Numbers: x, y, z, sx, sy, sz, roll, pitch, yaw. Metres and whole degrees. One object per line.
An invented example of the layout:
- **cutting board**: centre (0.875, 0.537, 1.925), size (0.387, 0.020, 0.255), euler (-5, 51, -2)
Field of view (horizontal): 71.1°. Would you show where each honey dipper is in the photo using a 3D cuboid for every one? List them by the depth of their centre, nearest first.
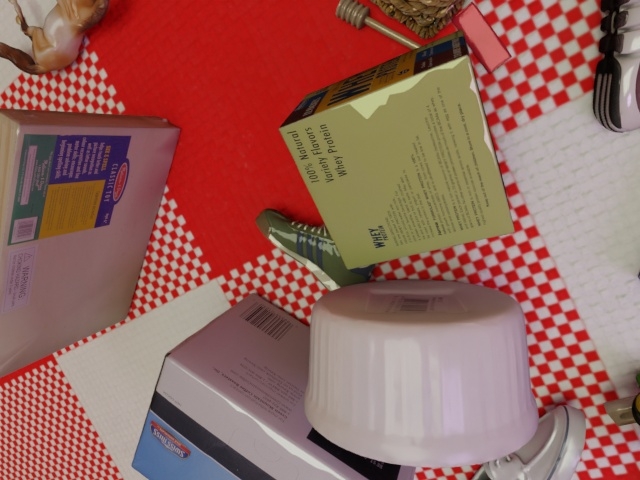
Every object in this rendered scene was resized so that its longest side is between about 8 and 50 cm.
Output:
- **honey dipper**: centre (0.093, -0.265, 0.579), size (0.160, 0.030, 0.030), euler (34, 113, 7)

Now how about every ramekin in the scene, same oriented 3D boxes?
- **ramekin**: centre (0.114, 0.134, 0.549), size (0.277, 0.277, 0.135), euler (-1, 96, 21)

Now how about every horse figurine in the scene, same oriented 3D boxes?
- **horse figurine**: centre (-0.439, -0.364, 0.737), size (0.263, 0.066, 0.174), euler (-38, 83, 23)

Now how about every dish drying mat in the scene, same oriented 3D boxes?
- **dish drying mat**: centre (0.198, -0.250, 0.553), size (0.032, 0.008, 0.083), euler (-36, 91, 26)

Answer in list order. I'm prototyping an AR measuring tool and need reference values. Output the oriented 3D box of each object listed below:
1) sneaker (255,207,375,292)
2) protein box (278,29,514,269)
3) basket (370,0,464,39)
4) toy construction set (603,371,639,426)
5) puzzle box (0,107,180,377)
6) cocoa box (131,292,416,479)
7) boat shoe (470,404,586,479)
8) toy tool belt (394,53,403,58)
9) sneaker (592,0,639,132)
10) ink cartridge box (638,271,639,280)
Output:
- **sneaker**: centre (0.000, 0.000, 0.668), size (0.192, 0.064, 0.086), euler (41, 113, 1)
- **protein box**: centre (0.096, -0.100, 0.532), size (0.201, 0.136, 0.200), euler (-15, 118, 23)
- **basket**: centre (0.096, -0.435, 0.496), size (0.299, 0.223, 0.213), euler (39, 80, 7)
- **toy construction set**: centre (0.433, 0.306, 0.541), size (0.257, 0.237, 0.309), euler (16, 131, -15)
- **puzzle box**: centre (-0.378, 0.001, 0.699), size (0.052, 0.272, 0.409), euler (31, 112, 16)
- **cocoa box**: centre (-0.054, 0.290, 0.671), size (0.347, 0.231, 0.228), euler (29, 114, 12)
- **boat shoe**: centre (0.272, 0.326, 0.632), size (0.084, 0.095, 0.258), euler (25, 111, 9)
- **toy tool belt**: centre (0.083, -0.202, 0.583), size (0.083, 0.051, 0.052), euler (-37, 61, 25)
- **sneaker**: centre (0.379, -0.254, 0.442), size (0.162, 0.106, 0.282), euler (0, 115, 16)
- **ink cartridge box**: centre (0.486, 0.019, 0.471), size (0.203, 0.086, 0.148), euler (17, 110, 15)
